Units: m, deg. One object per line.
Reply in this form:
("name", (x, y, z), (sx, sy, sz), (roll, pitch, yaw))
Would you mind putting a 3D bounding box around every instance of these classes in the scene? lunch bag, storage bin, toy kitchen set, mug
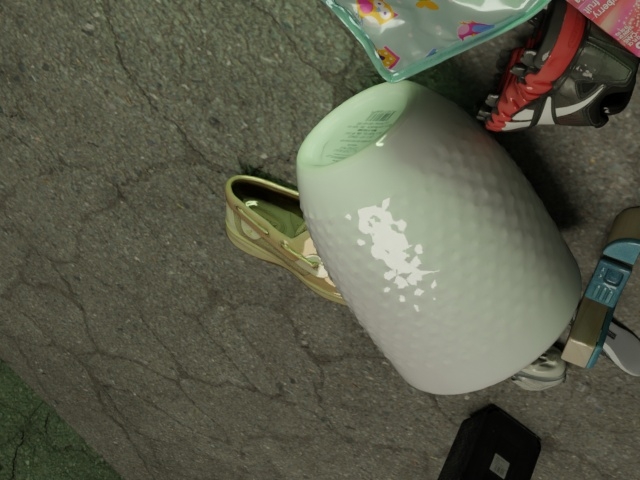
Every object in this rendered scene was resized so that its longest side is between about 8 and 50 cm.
("lunch bag", (0.152, -0.295, 0.878), (0.160, 0.223, 0.262), (46, 142, -19))
("storage bin", (0.288, 0.393, 1.641), (0.122, 0.180, 0.084), (37, 143, -7))
("toy kitchen set", (0.424, 0.083, 1.217), (0.166, 0.122, 0.207), (21, 144, 14))
("mug", (0.109, -0.032, 1.223), (0.328, 0.276, 0.374), (53, 172, -27))

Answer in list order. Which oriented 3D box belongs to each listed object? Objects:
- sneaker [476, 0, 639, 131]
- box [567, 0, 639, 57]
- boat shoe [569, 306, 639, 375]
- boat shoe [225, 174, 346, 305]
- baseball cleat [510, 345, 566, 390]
("sneaker", (0.253, -0.163, 1.019), (0.135, 0.097, 0.276), (20, 170, -2))
("box", (0.333, -0.297, 0.825), (0.123, 0.128, 0.257), (37, 144, -7))
("boat shoe", (0.412, 0.142, 1.370), (0.142, 0.049, 0.040), (41, 163, -10))
("boat shoe", (0.000, 0.000, 1.434), (0.341, 0.121, 0.110), (20, 144, 18))
("baseball cleat", (0.282, 0.190, 1.498), (0.206, 0.072, 0.109), (15, 148, 28))
